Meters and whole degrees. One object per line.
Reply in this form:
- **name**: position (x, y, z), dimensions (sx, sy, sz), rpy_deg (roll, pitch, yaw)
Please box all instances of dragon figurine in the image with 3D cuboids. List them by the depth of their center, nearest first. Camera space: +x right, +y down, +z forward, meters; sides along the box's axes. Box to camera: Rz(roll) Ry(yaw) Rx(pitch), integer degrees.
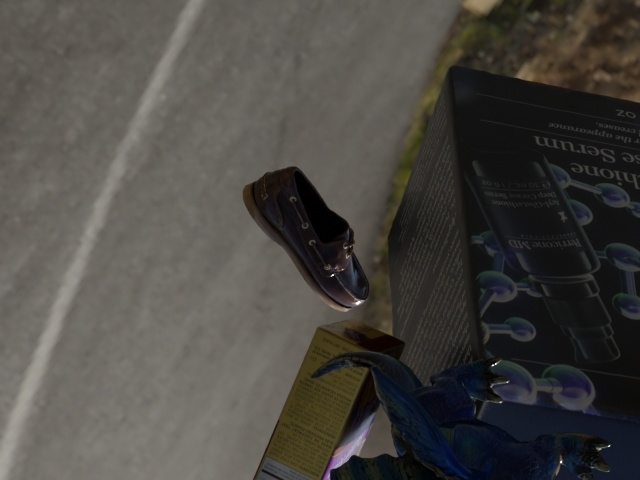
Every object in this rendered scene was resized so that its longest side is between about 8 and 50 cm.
- **dragon figurine**: position (0.063, 0.123, 0.899), dimensions (0.144, 0.289, 0.085), rpy_deg (-2, 120, -45)

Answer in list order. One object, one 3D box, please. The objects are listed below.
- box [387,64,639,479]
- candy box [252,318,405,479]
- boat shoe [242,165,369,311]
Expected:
- **box**: position (0.225, 0.075, 1.278), dimensions (0.395, 0.293, 0.212), rpy_deg (-91, -166, -48)
- **candy box**: position (-0.003, 0.155, 1.191), dimensions (0.187, 0.053, 0.109), rpy_deg (-66, 166, 7)
- **boat shoe**: position (0.000, 0.000, 1.765), dimensions (0.073, 0.207, 0.073), rpy_deg (-25, -143, 24)
